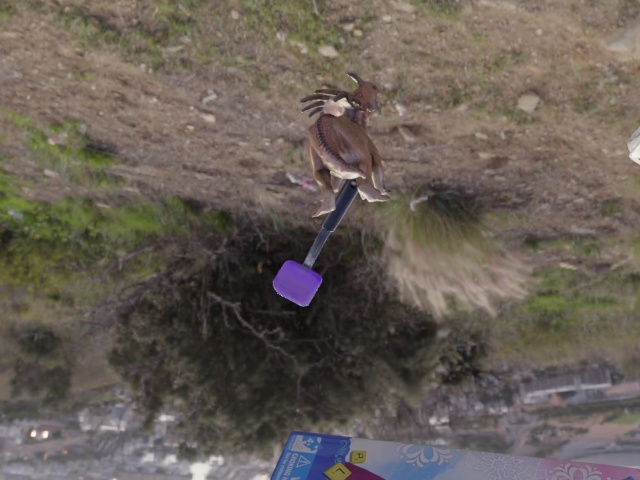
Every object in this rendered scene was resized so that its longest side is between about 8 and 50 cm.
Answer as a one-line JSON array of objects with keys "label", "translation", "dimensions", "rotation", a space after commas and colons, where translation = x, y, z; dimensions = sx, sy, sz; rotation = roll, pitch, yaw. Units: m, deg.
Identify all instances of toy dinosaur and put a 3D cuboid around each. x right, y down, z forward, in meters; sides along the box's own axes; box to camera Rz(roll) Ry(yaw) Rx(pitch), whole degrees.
[{"label": "toy dinosaur", "translation": [0.029, -0.154, 1.026], "dimensions": [0.127, 0.200, 0.295], "rotation": [-10, -169, 11]}]

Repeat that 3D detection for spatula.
[{"label": "spatula", "translation": [0.000, 0.000, 1.254], "dimensions": [0.084, 0.030, 0.296], "rotation": [27, 112, -5]}]

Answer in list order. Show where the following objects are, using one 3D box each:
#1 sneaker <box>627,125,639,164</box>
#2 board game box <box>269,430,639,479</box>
[{"label": "sneaker", "translation": [0.391, -0.065, 0.659], "dimensions": [0.169, 0.108, 0.292], "rotation": [25, 154, 30]}, {"label": "board game box", "translation": [0.078, 0.275, 0.426], "dimensions": [0.318, 0.318, 0.066], "rotation": [-1, 122, 21]}]
